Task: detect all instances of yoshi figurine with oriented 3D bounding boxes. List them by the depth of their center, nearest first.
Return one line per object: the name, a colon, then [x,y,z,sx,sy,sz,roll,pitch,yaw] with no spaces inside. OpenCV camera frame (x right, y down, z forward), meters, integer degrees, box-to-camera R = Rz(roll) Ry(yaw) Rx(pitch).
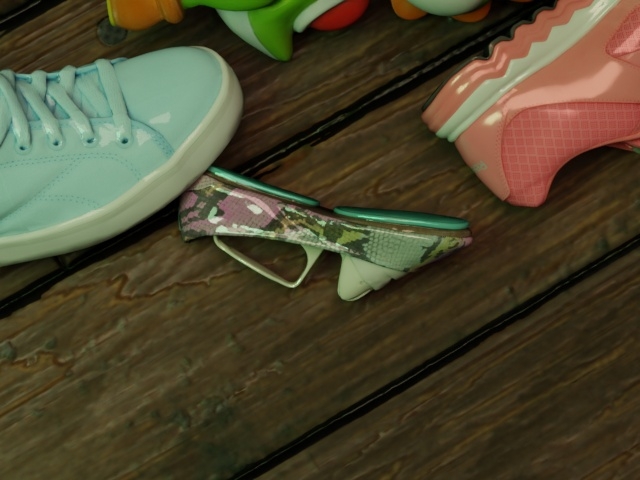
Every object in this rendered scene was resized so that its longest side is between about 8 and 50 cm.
yoshi figurine: [0.021,-0.256,1.237,0.362,0.203,0.203,-3,82,1]

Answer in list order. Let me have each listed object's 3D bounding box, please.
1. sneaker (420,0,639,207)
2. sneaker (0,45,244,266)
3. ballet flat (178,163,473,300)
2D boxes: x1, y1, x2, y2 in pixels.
sneaker: [0.233,-0.140,1.292,0.314,0.116,0.136,-35,91,-2]
sneaker: [-0.232,-0.069,1.208,0.366,0.150,0.135,-25,55,-8]
ballet flat: [0.000,0.000,1.263,0.222,0.077,0.079,12,95,6]
